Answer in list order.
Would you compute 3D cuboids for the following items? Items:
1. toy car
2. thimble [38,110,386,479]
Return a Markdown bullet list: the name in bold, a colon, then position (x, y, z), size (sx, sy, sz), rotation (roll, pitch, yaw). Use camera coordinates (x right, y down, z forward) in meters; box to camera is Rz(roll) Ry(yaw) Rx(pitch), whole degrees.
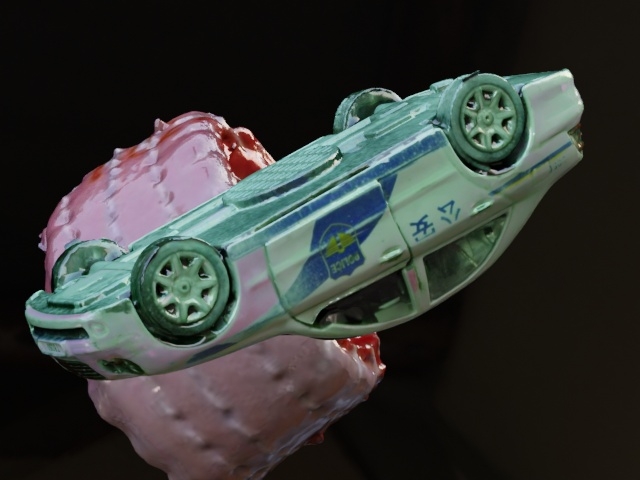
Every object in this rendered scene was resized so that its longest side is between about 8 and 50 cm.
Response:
- **toy car**: position (0.000, 0.000, 0.697), size (0.224, 0.076, 0.090), rotation (-30, 15, -26)
- **thimble**: position (-0.056, 0.037, 0.996), size (0.125, 0.189, 0.163), rotation (-36, -43, 12)
